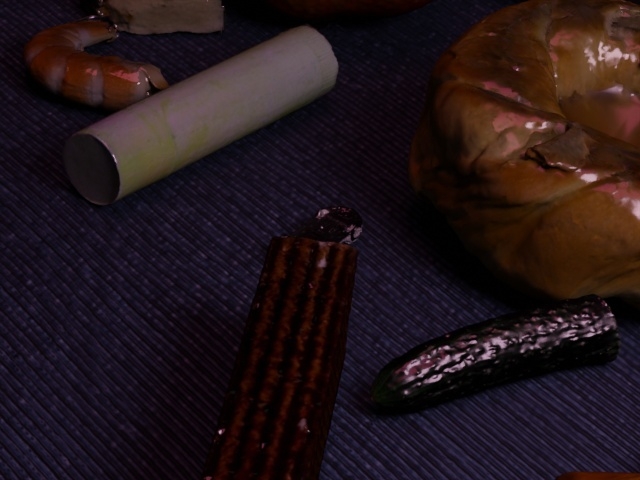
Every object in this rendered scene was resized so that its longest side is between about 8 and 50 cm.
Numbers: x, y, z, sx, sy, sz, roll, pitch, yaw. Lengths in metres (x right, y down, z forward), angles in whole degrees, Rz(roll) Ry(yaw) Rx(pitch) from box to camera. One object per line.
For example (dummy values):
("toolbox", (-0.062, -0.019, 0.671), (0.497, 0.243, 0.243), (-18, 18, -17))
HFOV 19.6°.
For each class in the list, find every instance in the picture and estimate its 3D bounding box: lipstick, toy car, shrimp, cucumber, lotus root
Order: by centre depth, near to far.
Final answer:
("cucumber", (0.130, 0.090, 1.426), (0.215, 0.052, 0.058), (-14, 67, -24))
("toy car", (0.000, 0.000, 1.558), (0.041, 0.025, 0.093), (29, 43, 28))
("lipstick", (-0.099, -0.118, 1.676), (0.076, 0.076, 0.304), (28, 39, 29))
("shrimp", (-0.201, -0.172, 1.774), (0.161, 0.049, 0.166), (12, 26, 11))
("lotus root", (-0.172, -0.266, 1.886), (0.144, 0.070, 0.143), (-10, 36, -22))

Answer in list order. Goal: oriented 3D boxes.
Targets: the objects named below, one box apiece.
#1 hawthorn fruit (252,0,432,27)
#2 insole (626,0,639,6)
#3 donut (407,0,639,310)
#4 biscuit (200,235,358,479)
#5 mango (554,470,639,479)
("hawthorn fruit", (0.027, -0.402, 1.878), (0.285, 0.368, 0.285), (3, 15, -1))
("insole", (0.294, -0.272, 2.031), (0.322, 0.007, 0.109), (32, 42, 33))
("donut", (0.252, -0.077, 1.593), (0.360, 0.170, 0.360), (7, 38, -6))
("biscuit", (-0.034, 0.141, 1.268), (0.073, 0.107, 0.388), (8, 34, 4))
("mango", (0.254, 0.224, 1.163), (0.236, 0.166, 0.136), (17, 74, -20))
